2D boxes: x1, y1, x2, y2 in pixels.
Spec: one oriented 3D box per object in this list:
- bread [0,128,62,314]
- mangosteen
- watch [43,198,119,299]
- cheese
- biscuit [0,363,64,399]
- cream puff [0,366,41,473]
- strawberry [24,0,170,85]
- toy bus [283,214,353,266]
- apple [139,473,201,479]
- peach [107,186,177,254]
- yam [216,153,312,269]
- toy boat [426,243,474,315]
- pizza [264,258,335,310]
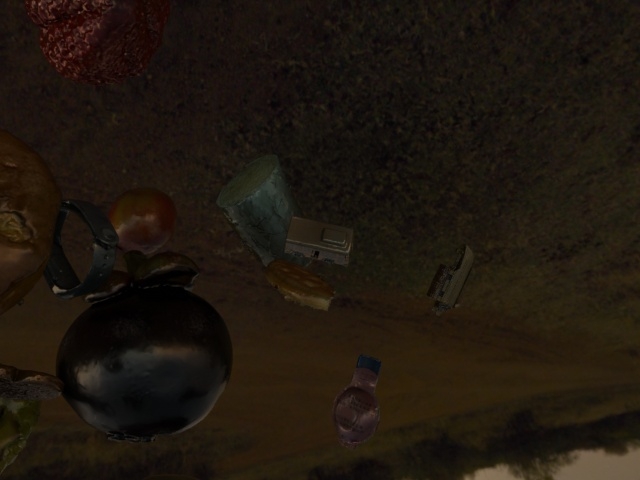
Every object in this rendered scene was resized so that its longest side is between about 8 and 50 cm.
[{"bbox_3d":[-0.494,-0.014,0.732,0.179,0.340,0.194,8,145,-29],"label":"bread"},{"bbox_3d":[-0.380,0.223,1.112,0.382,0.435,0.382,3,158,1],"label":"mangosteen"},{"bbox_3d":[-0.497,0.007,0.992,0.193,0.206,0.068,-44,158,21],"label":"watch"},{"bbox_3d":[0.120,0.508,1.554,0.189,0.285,0.074,7,165,41],"label":"cheese"},{"bbox_3d":[-0.466,0.207,0.730,0.124,0.026,0.175,-14,148,18],"label":"biscuit"},{"bbox_3d":[-0.706,0.348,0.974,0.282,0.281,0.185,3,128,-28],"label":"cream puff"},{"bbox_3d":[-0.369,-0.404,0.843,0.239,0.250,0.288,-33,-158,-35],"label":"strawberry"},{"bbox_3d":[0.000,0.000,1.301,0.182,0.091,0.103,13,158,-1],"label":"toy bus"},{"bbox_3d":[-0.345,0.790,1.123,0.474,0.473,0.473,-10,154,-5],"label":"apple"},{"bbox_3d":[-0.593,-0.064,1.636,0.231,0.231,0.231,-10,154,-5],"label":"peach"},{"bbox_3d":[-0.162,-0.070,1.548,0.241,0.241,0.348,-19,124,14],"label":"yam"},{"bbox_3d":[0.385,0.114,1.468,0.088,0.226,0.068,23,-174,-6],"label":"toy boat"},{"bbox_3d":[-0.051,0.095,1.029,0.127,0.058,0.246,4,-165,-43],"label":"pizza"}]
